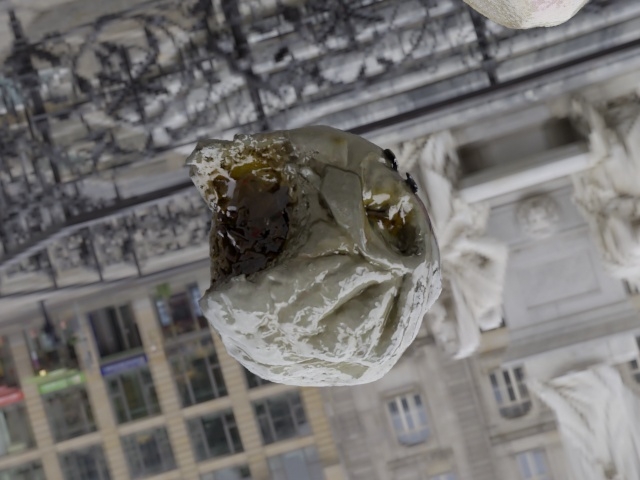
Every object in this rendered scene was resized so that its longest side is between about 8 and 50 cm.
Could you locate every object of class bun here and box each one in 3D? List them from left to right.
[{"bbox_3d":[0.009,0.008,1.082,0.204,0.282,0.281,-18,177,30],"label":"bun"}]

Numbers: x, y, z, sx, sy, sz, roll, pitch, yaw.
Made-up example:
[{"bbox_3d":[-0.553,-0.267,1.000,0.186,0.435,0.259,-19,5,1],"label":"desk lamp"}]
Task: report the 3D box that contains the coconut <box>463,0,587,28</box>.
[{"bbox_3d":[0.128,-0.189,0.626,0.124,0.110,0.110,-51,-176,-9],"label":"coconut"}]
